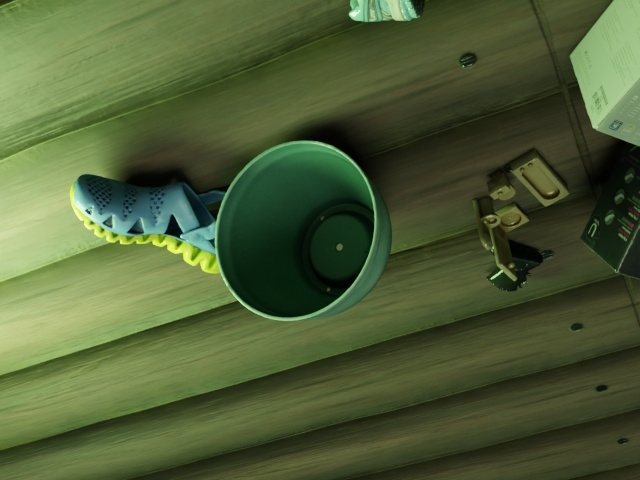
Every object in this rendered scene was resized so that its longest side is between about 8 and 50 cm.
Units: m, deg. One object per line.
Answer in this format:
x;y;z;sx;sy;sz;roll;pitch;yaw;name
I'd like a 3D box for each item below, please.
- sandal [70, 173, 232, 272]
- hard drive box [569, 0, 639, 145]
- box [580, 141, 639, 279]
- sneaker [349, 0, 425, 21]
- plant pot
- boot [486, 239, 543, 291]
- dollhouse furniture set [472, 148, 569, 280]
-0.266;-0.055;1.654;0.318;0.126;0.138;16;131;-30;sandal
0.474;-0.282;1.385;0.089;0.181;0.232;16;135;-19;hard drive box
0.569;-0.073;1.572;0.165;0.143;0.270;16;108;-17;box
0.041;-0.401;1.297;0.122;0.110;0.283;-9;134;24;sneaker
0.000;0.000;1.627;0.293;0.292;0.196;-24;159;22;plant pot
0.350;0.048;1.838;0.121;0.045;0.099;17;137;-20;boot
0.351;-0.042;1.680;0.151;0.123;0.144;-30;131;27;dollhouse furniture set
